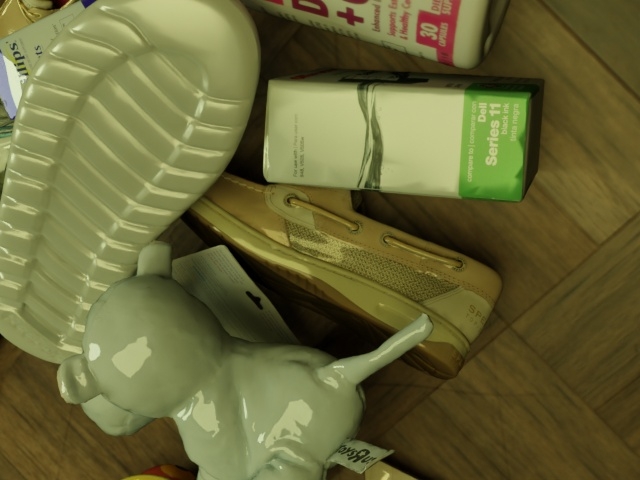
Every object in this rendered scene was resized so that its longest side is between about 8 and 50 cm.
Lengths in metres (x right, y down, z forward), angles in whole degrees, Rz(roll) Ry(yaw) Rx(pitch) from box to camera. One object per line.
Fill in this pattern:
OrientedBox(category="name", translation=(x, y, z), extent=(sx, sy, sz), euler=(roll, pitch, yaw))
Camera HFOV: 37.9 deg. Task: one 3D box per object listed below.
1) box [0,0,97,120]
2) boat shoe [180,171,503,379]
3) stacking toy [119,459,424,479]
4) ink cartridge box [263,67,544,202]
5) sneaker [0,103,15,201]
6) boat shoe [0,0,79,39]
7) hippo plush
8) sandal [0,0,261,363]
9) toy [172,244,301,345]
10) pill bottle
OrientedBox(category="box", translation=(-0.213, -0.174, 0.862), extent=(0.137, 0.126, 0.072), euler=(-19, 99, 21))
OrientedBox(category="boat shoe", translation=(0.000, 0.000, 0.858), extent=(0.341, 0.122, 0.110), euler=(29, 76, 17))
OrientedBox(category="stacking toy", translation=(-0.049, 0.287, 0.971), extent=(0.309, 0.130, 0.280), euler=(37, 86, 3))
OrientedBox(category="ink cartridge box", translation=(0.073, -0.093, 0.776), extent=(0.208, 0.153, 0.087), euler=(5, 105, 16))
OrientedBox(category="sneaker", translation=(-0.287, -0.093, 0.918), extent=(0.282, 0.122, 0.110), euler=(-9, 140, 0))
OrientedBox(category="boat shoe", translation=(-0.265, -0.239, 0.897), extent=(0.170, 0.059, 0.063), euler=(-34, 92, 23))
OrientedBox(category="hippo plush", translation=(-0.102, 0.148, 0.764), extent=(0.236, 0.234, 0.294), euler=(27, 155, -10))
OrientedBox(category="sandal", translation=(-0.188, -0.062, 0.816), extent=(0.169, 0.102, 0.416), euler=(30, 121, -11))
OrientedBox(category="toy", translation=(-0.142, 0.067, 0.933), extent=(0.237, 0.056, 0.137), euler=(-18, 123, 30))
OrientedBox(category="pill bottle", translation=(0.015, -0.250, 0.749), extent=(0.283, 0.160, 0.160), euler=(18, 109, 13))
